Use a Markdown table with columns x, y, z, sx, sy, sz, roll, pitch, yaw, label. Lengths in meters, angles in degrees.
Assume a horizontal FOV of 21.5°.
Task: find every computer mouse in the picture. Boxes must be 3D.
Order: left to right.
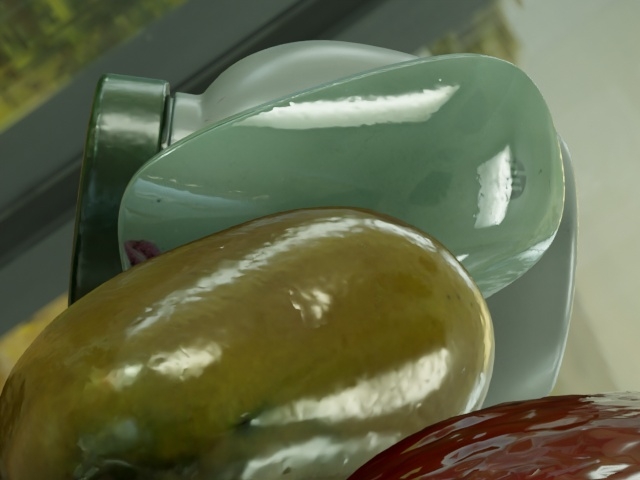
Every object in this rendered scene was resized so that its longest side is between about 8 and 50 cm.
| x | y | z | sx | sy | sz | roll | pitch | yaw | label |
| --- | --- | --- | --- | --- | --- | --- | --- | --- | --- |
| 0.026 | -0.012 | 0.971 | 0.097 | 0.288 | 0.159 | 13 | -60 | 55 | computer mouse |

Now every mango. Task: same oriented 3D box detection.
| x | y | z | sx | sy | sz | roll | pitch | yaw | label |
| --- | --- | --- | --- | --- | --- | --- | --- | --- | --- |
| -0.038 | 0.063 | 0.738 | 0.254 | 0.175 | 0.139 | -13 | 83 | -42 | mango |

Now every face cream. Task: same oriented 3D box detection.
| x | y | z | sx | sy | sz | roll | pitch | yaw | label |
| --- | --- | --- | --- | --- | --- | --- | --- | --- | --- |
| 0.000 | 0.000 | 1.254 | 0.219 | 0.357 | 0.312 | 109 | -14 | -69 | face cream |

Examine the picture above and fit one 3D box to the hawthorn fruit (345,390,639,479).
| x | y | z | sx | sy | sz | roll | pitch | yaw | label |
| --- | --- | --- | --- | --- | --- | --- | --- | --- | --- |
| 0.066 | 0.157 | 0.419 | 0.369 | 0.284 | 0.285 | 26 | -11 | 32 | hawthorn fruit |
